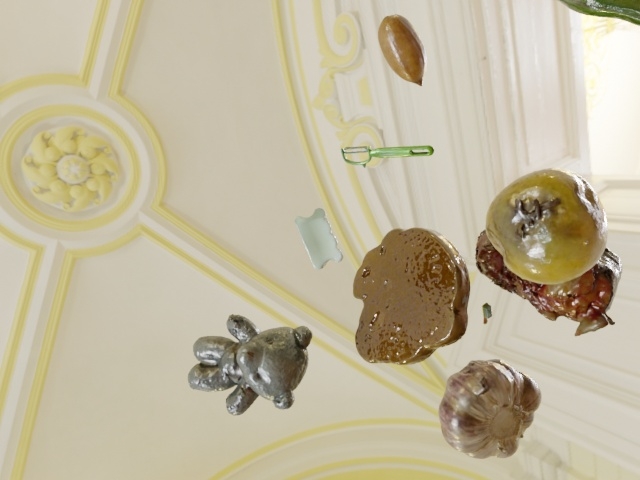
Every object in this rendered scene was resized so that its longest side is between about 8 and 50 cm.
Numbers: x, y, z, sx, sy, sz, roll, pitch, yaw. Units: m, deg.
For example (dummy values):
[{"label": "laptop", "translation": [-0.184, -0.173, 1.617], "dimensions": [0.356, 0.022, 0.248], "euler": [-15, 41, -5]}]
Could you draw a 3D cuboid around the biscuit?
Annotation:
[{"label": "biscuit", "translation": [0.202, 0.147, 1.098], "dimensions": [0.074, 0.358, 0.380], "euler": [11, -57, -29]}]

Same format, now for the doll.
[{"label": "doll", "translation": [-0.194, 0.305, 1.099], "dimensions": [0.158, 0.341, 0.245], "euler": [52, -139, -65]}]

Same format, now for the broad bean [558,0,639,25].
[{"label": "broad bean", "translation": [0.318, -0.300, 0.532], "dimensions": [0.060, 0.298, 0.043], "euler": [-41, -28, -19]}]

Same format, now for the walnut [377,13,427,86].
[{"label": "walnut", "translation": [0.229, -0.516, 1.215], "dimensions": [0.116, 0.116, 0.207], "euler": [-36, -81, -25]}]

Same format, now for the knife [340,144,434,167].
[{"label": "knife", "translation": [0.147, -0.187, 0.986], "dimensions": [0.015, 0.212, 0.054], "euler": [-56, -41, -46]}]

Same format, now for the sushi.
[{"label": "sushi", "translation": [0.542, 0.083, 1.068], "dimensions": [0.182, 0.344, 0.196], "euler": [-27, -46, -34]}]

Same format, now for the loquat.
[{"label": "loquat", "translation": [0.408, -0.022, 0.819], "dimensions": [0.213, 0.213, 0.212], "euler": [-6, -80, -34]}]

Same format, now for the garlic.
[{"label": "garlic", "translation": [0.373, 0.374, 1.014], "dimensions": [0.245, 0.160, 0.244], "euler": [-4, -76, -15]}]

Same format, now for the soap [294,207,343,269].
[{"label": "soap", "translation": [0.000, 0.000, 0.981], "dimensions": [0.067, 0.198, 0.118], "euler": [-24, -93, 1]}]

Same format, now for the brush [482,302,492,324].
[{"label": "brush", "translation": [0.425, 0.192, 1.132], "dimensions": [0.019, 0.021, 0.083], "euler": [-33, -46, -15]}]
